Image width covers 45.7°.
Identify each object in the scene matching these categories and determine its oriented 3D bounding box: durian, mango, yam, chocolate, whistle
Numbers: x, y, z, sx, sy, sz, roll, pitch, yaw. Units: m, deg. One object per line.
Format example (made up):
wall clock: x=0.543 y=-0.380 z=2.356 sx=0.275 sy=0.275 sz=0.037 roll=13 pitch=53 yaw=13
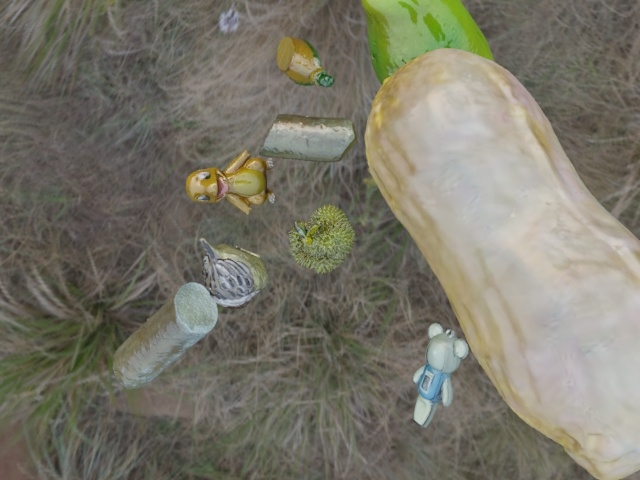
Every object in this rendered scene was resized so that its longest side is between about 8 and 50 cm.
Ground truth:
durian: x=0.013 y=-0.003 z=1.809 sx=0.159 sy=0.198 sz=0.146 roll=-36 pitch=88 yaw=-22
mango: x=0.113 y=-0.222 z=0.859 sx=0.233 sy=0.111 sz=0.125 roll=33 pitch=94 yaw=-46
yam: x=-0.018 y=-0.149 z=1.121 sx=0.146 sy=0.070 sz=0.070 roll=5 pitch=115 yaw=7
chocolate: x=0.134 y=0.001 z=0.501 sx=0.134 sy=0.134 sz=0.309 roll=-29 pitch=71 yaw=10
whistle: x=0.254 y=0.299 z=1.655 sx=0.077 sy=0.114 sz=0.236 roll=-4 pitch=115 yaw=-43
yam: x=-0.282 y=0.176 z=1.347 sx=0.093 sy=0.093 sz=0.259 roll=36 pitch=130 yaw=-18

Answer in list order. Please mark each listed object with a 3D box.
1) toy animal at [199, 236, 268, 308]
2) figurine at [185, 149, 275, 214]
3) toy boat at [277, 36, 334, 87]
toy animal: x=-0.142 y=0.051 z=1.135 sx=0.098 sy=0.098 sz=0.137 roll=-47 pitch=138 yaw=16
figurine: x=-0.179 y=-0.110 z=1.414 sx=0.176 sy=0.122 sz=0.122 roll=-11 pitch=107 yaw=-43
toy boat: x=-0.037 y=-0.380 z=1.623 sx=0.088 sy=0.229 sz=0.089 roll=16 pitch=115 yaw=-23
